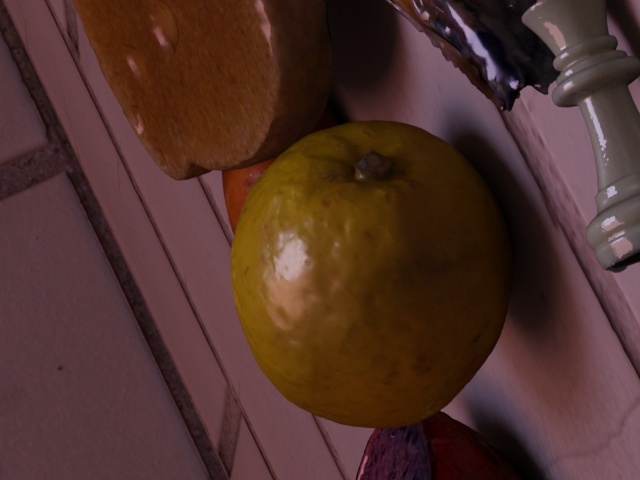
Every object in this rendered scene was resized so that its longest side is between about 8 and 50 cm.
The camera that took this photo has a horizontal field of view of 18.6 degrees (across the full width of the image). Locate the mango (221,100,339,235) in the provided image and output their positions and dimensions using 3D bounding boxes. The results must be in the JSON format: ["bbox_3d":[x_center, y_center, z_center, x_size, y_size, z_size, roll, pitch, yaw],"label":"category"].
[{"bbox_3d":[-0.006,0.002,1.400,0.141,0.102,0.217,137,111,-84],"label":"mango"}]

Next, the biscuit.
[{"bbox_3d":[-0.094,-0.180,1.265,0.287,0.057,0.344,64,159,-1],"label":"biscuit"}]

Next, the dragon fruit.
[{"bbox_3d":[0.103,0.223,1.320,0.224,0.148,0.218,-118,39,-69],"label":"dragon fruit"}]

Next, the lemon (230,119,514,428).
[{"bbox_3d":[0.031,0.021,1.122,0.170,0.170,0.207,59,168,30],"label":"lemon"}]

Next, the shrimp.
[{"bbox_3d":[0.037,-0.184,0.944,0.164,0.062,0.317,82,163,-45],"label":"shrimp"}]

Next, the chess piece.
[{"bbox_3d":[0.121,-0.065,0.833,0.059,0.059,0.149,114,138,-75],"label":"chess piece"}]
